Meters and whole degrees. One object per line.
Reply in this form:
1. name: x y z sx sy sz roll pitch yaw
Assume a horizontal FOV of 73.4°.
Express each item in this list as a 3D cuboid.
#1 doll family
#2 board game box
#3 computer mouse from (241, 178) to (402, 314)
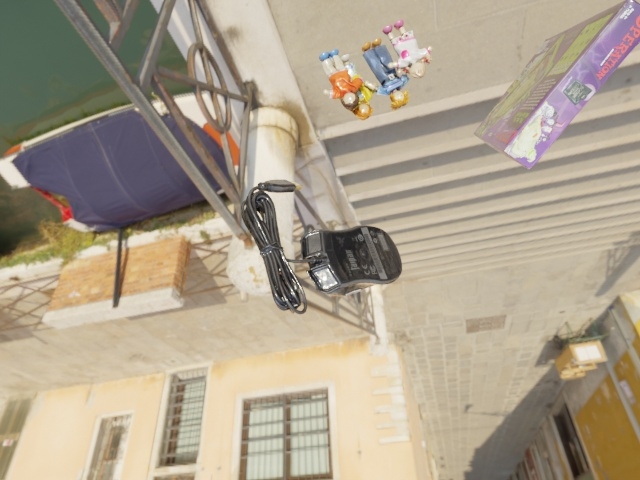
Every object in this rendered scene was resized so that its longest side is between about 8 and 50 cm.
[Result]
1. doll family: 0.127 -0.372 0.994 0.263 0.163 0.118 -25 175 -2
2. board game box: 0.341 -0.230 0.668 0.056 0.347 0.208 39 112 -1
3. computer mouse: 0.000 0.000 0.603 0.262 0.184 0.060 -10 161 -46
